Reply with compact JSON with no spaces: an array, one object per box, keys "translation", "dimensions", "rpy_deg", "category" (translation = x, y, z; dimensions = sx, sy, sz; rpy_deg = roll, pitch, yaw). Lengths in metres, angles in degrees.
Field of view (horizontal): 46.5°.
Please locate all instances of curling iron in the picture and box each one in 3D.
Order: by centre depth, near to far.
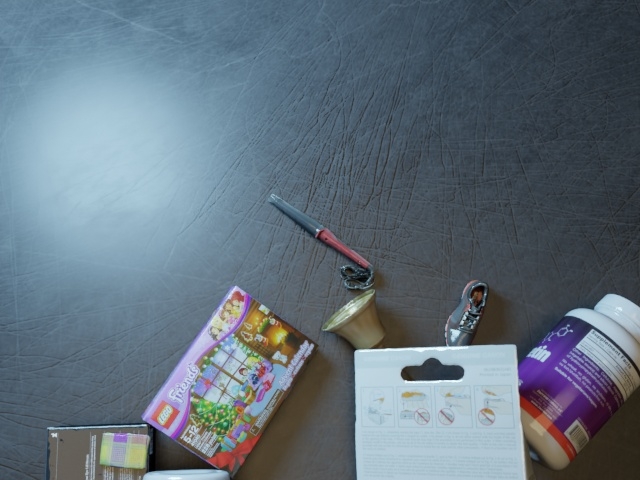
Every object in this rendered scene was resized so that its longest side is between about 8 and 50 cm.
[{"translation":[0.000,0.000,1.490],"dimensions":[0.274,0.035,0.068],"rpy_deg":[43,80,6],"category":"curling iron"}]

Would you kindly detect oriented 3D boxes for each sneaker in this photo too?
[{"translation":[0.288,0.147,1.455],"dimensions":[0.061,0.065,0.158],"rpy_deg":[19,78,2],"category":"sneaker"}]

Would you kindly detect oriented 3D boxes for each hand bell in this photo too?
[{"translation":[0.124,0.227,1.427],"dimensions":[0.126,0.126,0.242],"rpy_deg":[-37,93,-8],"category":"hand bell"}]

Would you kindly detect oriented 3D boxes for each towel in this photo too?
[{"translation":[-0.346,0.373,1.318],"dimensions":[0.083,0.009,0.060],"rpy_deg":[4,78,-2],"category":"towel"}]

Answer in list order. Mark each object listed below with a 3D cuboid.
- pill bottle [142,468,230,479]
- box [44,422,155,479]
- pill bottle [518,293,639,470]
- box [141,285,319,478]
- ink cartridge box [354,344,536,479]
[{"translation":[-0.230,0.533,1.262],"dimensions":[0.152,0.152,0.272],"rpy_deg":[-1,76,-2],"category":"pill bottle"},{"translation":[-0.397,0.467,1.350],"dimensions":[0.184,0.103,0.261],"rpy_deg":[0,78,-6],"category":"box"},{"translation":[0.473,0.254,1.381],"dimensions":[0.323,0.181,0.181],"rpy_deg":[-44,83,-10],"category":"pill bottle"},{"translation":[-0.164,0.260,1.388],"dimensions":[0.201,0.057,0.293],"rpy_deg":[36,76,-10],"category":"box"},{"translation":[0.218,0.384,1.324],"dimensions":[0.308,0.091,0.385],"rpy_deg":[-6,80,25],"category":"ink cartridge box"}]
